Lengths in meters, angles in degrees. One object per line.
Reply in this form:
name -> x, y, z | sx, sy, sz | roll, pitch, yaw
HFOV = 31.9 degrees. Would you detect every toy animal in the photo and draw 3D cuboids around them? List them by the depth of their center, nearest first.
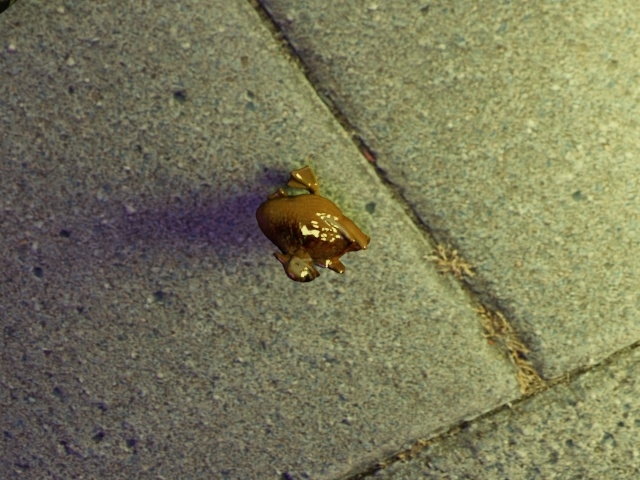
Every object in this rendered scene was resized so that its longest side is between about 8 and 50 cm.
toy animal -> 0.000, 0.000, 1.402 | 0.188, 0.179, 0.089 | 21, 125, -32

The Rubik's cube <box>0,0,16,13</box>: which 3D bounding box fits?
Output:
Rubik's cube -> -0.517, -0.362, 1.215 | 0.313, 0.318, 0.316 | -13, 115, 14
